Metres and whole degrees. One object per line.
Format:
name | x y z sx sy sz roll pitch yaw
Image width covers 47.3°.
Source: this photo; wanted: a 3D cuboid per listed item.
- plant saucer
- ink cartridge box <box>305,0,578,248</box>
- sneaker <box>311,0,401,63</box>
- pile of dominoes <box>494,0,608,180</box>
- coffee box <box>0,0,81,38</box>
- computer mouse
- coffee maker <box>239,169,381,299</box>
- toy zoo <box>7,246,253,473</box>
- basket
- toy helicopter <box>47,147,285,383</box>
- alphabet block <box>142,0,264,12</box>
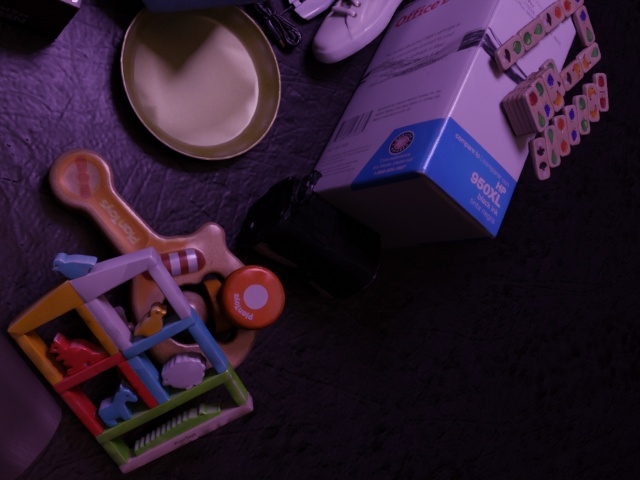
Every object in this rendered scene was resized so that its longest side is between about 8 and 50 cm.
plant saucer | -0.170 -0.231 1.041 0.240 0.037 0.241 3 84 -31
ink cartridge box | 0.180 -0.198 1.105 0.166 0.285 0.395 36 68 -26
sneaker | 0.071 -0.408 1.131 0.290 0.106 0.123 -50 133 -8
pile of dominoes | 0.346 -0.224 1.027 0.251 0.040 0.196 -41 114 -31
coffee box | -0.360 -0.427 0.895 0.168 0.118 0.297 16 77 -31
computer mouse | -0.019 -0.388 1.146 0.193 0.042 0.106 -46 108 -26
coffee maker | 0.000 0.000 1.043 0.178 0.171 0.120 31 71 -25
toy zoo | -0.233 0.135 0.882 0.192 0.030 0.293 -28 114 4
basket | -0.411 0.161 0.794 0.204 0.154 0.227 -49 113 -24
toy helicopter | -0.232 0.039 0.947 0.235 0.140 0.355 -42 96 -18
alphabet block | -0.140 -0.429 0.931 0.194 0.192 0.197 71 31 -42
